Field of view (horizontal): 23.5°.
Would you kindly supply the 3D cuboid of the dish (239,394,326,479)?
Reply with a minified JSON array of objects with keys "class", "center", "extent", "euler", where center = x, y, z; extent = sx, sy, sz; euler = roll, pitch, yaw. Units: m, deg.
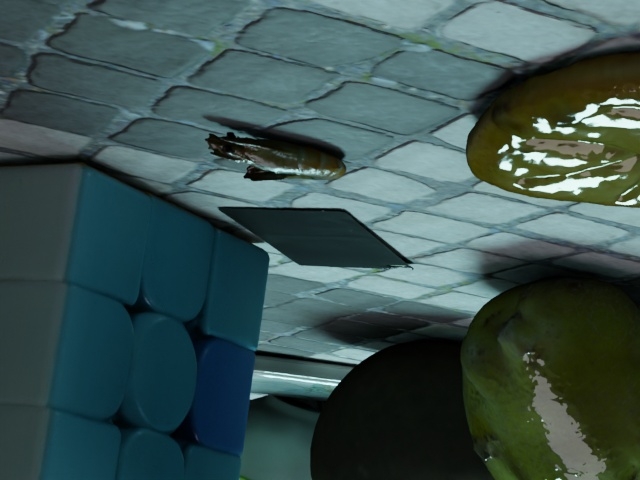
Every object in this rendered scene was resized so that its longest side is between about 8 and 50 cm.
[{"class":"dish","center":[0.007,0.278,2.226],"extent":[0.324,0.124,0.324],"euler":[11,-174,-1]}]

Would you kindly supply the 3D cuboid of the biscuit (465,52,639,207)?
[{"class":"biscuit","center":[0.199,-0.057,0.909],"extent":[0.260,0.041,0.203],"euler":[-7,162,40]}]

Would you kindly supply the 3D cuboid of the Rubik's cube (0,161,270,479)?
[{"class":"Rubik's cube","center":[-0.248,0.111,1.312],"extent":[0.291,0.291,0.291],"euler":[-1,164,30]}]

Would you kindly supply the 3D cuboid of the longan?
[{"class":"longan","center":[0.127,0.230,1.780],"extent":[0.300,0.300,0.243],"euler":[-3,123,37]}]

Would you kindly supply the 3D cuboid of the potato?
[{"class":"potato","center":[0.239,0.142,1.436],"extent":[0.218,0.203,0.351],"euler":[11,159,35]}]

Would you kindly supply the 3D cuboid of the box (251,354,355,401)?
[{"class":"box","center":[0.029,0.196,2.092],"extent":[0.285,0.044,0.142],"euler":[8,163,-8]}]

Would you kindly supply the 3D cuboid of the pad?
[{"class":"pad","center":[0.000,0.000,1.335],"extent":[0.116,0.004,0.193],"euler":[1,166,22]}]

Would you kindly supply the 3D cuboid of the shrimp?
[{"class":"shrimp","center":[-0.041,-0.055,1.084],"extent":[0.114,0.023,0.083],"euler":[10,170,-30]}]
